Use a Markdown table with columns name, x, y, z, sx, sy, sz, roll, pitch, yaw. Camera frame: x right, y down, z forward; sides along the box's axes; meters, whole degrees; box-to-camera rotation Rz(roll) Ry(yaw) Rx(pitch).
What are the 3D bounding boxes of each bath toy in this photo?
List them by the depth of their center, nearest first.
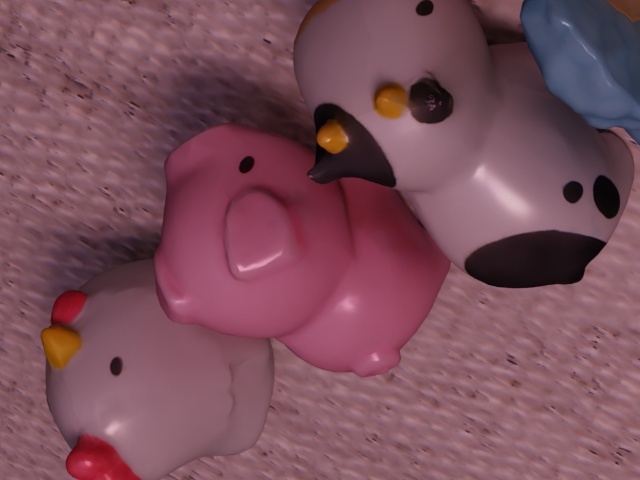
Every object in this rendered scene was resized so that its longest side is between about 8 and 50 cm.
| name | x | y | z | sx | sy | sz | roll | pitch | yaw |
| --- | --- | --- | --- | --- | --- | --- | --- | --- | --- |
| bath toy | 0.000 | 0.000 | 0.803 | 0.348 | 0.129 | 0.151 | -35 | 100 | 35 |
